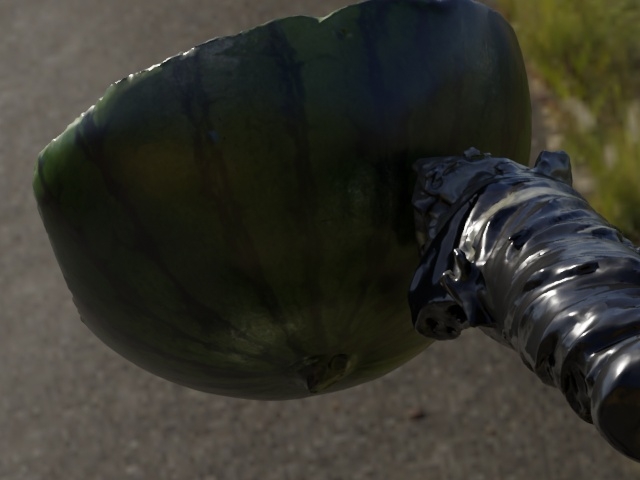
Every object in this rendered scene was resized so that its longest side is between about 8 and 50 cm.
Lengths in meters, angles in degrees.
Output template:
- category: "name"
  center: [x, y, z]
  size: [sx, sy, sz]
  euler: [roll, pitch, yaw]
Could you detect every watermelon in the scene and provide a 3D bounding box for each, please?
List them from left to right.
- category: "watermelon"
  center: [0.000, 0.000, 1.166]
  size: [0.331, 0.189, 0.331]
  euler: [-16, -12, -3]

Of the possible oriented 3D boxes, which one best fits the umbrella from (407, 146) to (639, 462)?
- category: "umbrella"
  center: [0.114, 0.037, 0.897]
  size: [0.113, 0.106, 0.357]
  euler: [5, 13, -8]
